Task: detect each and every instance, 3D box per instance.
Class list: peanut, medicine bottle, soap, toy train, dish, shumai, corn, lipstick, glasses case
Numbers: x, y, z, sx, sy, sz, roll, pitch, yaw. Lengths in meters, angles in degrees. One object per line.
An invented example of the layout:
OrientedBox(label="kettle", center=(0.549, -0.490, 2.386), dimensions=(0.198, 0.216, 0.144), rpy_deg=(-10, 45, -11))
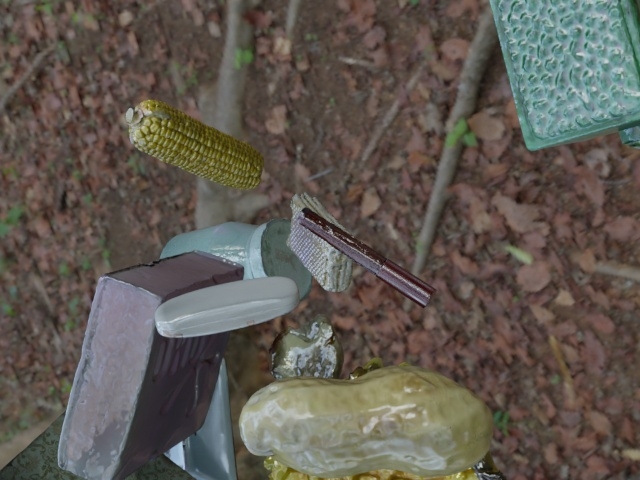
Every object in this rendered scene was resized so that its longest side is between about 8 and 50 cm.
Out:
OrientedBox(label="peanut", center=(0.051, 0.207, 1.109), dimensions=(0.130, 0.290, 0.130), rpy_deg=(-3, -90, -86))
OrientedBox(label="medicine bottle", center=(-0.187, 0.072, 2.220), dimensions=(0.290, 0.245, 0.245), rpy_deg=(-14, 100, 34))
OrientedBox(label="soap", center=(-0.237, 0.170, 1.388), dimensions=(0.107, 0.296, 0.285), rpy_deg=(20, 103, 16))
OrientedBox(label="toy train", center=(0.268, -0.214, 0.912), dimensions=(0.145, 0.202, 0.266), rpy_deg=(-15, 89, 43))
OrientedBox(label="dish", center=(-0.238, 0.329, 1.723), dimensions=(0.182, 0.080, 0.243), rpy_deg=(-9, 86, 49))
OrientedBox(label="shumai", center=(-0.035, 0.227, 1.801), dimensions=(0.201, 0.120, 0.201), rpy_deg=(-178, 90, -74))
OrientedBox(label="corn", center=(-0.180, -0.135, 1.408), dimensions=(0.080, 0.238, 0.080), rpy_deg=(-27, 51, 39))
OrientedBox(label="lipstick", center=(0.048, 0.017, 1.071), dimensions=(0.176, 0.027, 0.027), rpy_deg=(33, 138, 13))
OrientedBox(label="glasses case", center=(-0.104, 0.074, 1.088), dimensions=(0.063, 0.164, 0.041), rpy_deg=(-117, 15, -67))

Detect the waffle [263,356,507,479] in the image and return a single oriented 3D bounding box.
OrientedBox(label="waffle", center=(0.099, 0.416, 1.649), dimensions=(0.382, 0.379, 0.095), rpy_deg=(52, -179, 16))

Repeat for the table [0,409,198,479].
OrientedBox(label="table", center=(-0.351, 0.478, 1.541), dimensions=(0.335, 0.222, 0.272), rpy_deg=(38, 128, 4))

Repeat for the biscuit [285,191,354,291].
OrientedBox(label="biscuit", center=(0.000, 0.000, 1.791), dimensions=(0.239, 0.061, 0.108), rpy_deg=(-132, 46, -60))
